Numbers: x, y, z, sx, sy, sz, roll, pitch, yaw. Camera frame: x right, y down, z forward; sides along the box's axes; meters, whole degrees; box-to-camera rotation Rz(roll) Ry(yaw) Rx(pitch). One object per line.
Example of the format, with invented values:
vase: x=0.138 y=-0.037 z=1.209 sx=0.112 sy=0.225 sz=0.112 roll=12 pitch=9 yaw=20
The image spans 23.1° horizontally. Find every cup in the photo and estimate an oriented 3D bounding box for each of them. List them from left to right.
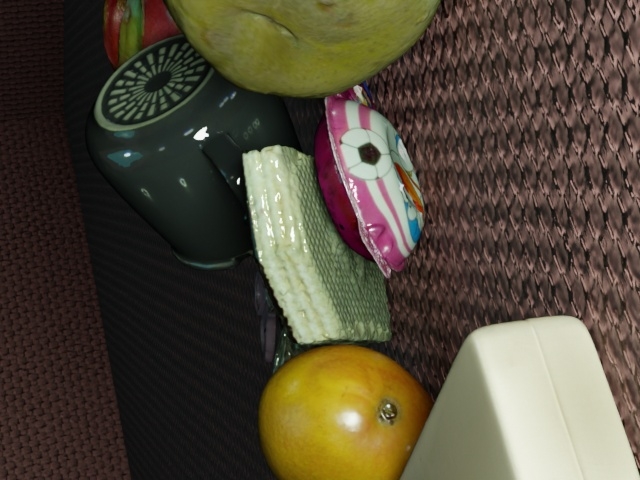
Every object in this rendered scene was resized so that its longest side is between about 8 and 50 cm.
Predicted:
cup: x=-0.090 y=-0.063 z=1.332 sx=0.223 sy=0.169 sz=0.176 roll=47 pitch=169 yaw=52

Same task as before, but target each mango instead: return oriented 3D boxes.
mango: x=0.029 y=0.164 z=1.241 sx=0.120 sy=0.151 sz=0.221 roll=-61 pitch=-24 yaw=-24

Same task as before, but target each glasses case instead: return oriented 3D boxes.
glasses case: x=0.114 y=0.188 z=1.038 sx=0.336 sy=0.076 sz=0.144 roll=106 pitch=154 yaw=-57

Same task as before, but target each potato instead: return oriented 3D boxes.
potato: x=-0.005 y=-0.243 z=1.066 sx=0.218 sy=0.202 sz=0.351 roll=64 pitch=150 yaw=23

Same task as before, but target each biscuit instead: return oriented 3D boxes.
biscuit: x=0.003 y=0.009 z=1.247 sx=0.252 sy=0.052 sz=0.150 roll=17 pitch=-118 yaw=-73

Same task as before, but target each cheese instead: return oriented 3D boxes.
cheese: x=0.035 y=-0.071 z=1.230 sx=0.244 sy=0.062 sz=0.155 roll=-94 pitch=-20 yaw=-47

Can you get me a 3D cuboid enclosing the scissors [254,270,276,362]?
scissors: x=-0.052 y=0.064 z=1.763 sx=0.212 sy=0.021 sz=0.110 roll=120 pitch=145 yaw=-68

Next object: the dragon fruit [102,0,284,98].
dragon fruit: x=-0.102 y=-0.221 z=1.477 sx=0.224 sy=0.224 sz=0.227 roll=-115 pitch=25 yaw=-52

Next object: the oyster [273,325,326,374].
oyster: x=-0.014 y=0.122 z=1.572 sx=0.177 sy=0.064 sz=0.125 roll=88 pitch=-176 yaw=-62
